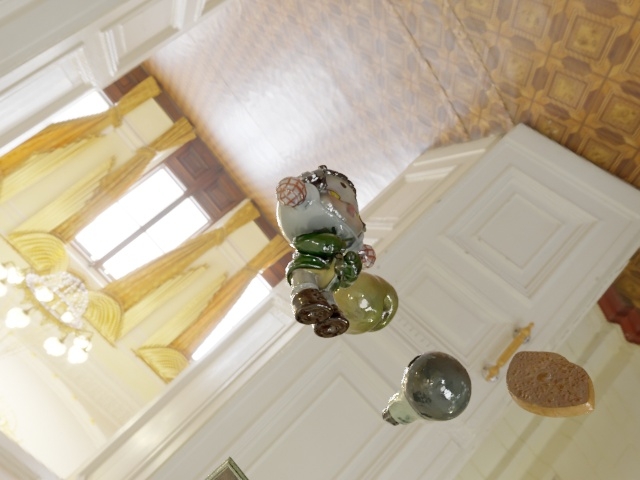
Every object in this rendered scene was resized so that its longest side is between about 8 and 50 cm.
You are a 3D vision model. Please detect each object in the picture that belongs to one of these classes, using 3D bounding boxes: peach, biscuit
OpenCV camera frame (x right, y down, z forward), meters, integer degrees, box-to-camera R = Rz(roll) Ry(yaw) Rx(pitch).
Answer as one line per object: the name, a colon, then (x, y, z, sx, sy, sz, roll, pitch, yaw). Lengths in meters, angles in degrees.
peach: (0.148, 0.234, 1.638, 0.292, 0.292, 0.248, 26, 117, 55)
biscuit: (0.450, 0.286, 0.849, 0.029, 0.142, 0.220, 59, 175, -11)

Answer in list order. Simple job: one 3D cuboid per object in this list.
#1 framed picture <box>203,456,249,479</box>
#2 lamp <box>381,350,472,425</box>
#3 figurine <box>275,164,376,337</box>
framed picture: (-0.209, 0.678, 1.087, 0.216, 0.016, 0.273, 45, 132, 11)
lamp: (0.298, 0.444, 1.185, 0.182, 0.182, 0.314, 40, 132, 29)
figurine: (0.000, 0.000, 0.809, 0.281, 0.167, 0.370, 40, -146, -36)
